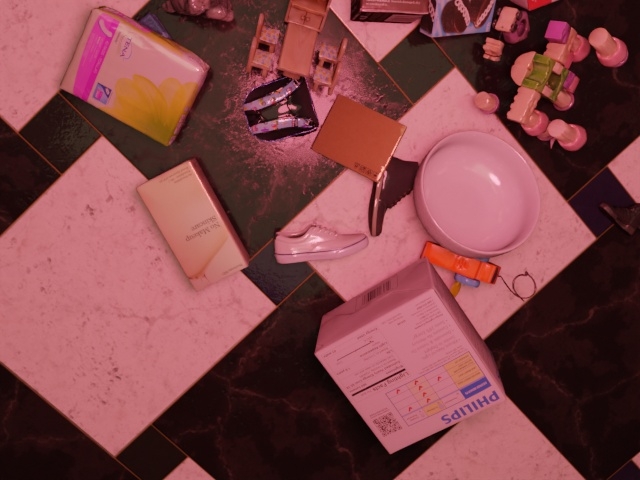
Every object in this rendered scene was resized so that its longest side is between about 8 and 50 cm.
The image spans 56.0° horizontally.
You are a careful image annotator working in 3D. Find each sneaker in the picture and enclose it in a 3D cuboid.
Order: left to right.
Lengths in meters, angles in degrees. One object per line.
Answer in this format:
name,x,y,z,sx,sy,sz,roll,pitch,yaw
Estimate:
sneaker,0.000,0.000,1.614,0.258,0.094,0.091,-9,107,-3
sneaker,0.198,-0.113,1.614,0.118,0.083,0.222,7,100,-6
sneaker,0.870,-0.079,1.705,0.170,0.051,0.089,38,96,-16

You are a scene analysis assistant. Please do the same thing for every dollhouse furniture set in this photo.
dollhouse furniture set,-0.039,-0.501,1.413,0.212,0.161,0.242,14,64,-9

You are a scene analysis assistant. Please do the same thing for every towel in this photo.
towel,-0.408,-0.500,1.502,0.067,0.029,0.119,-34,104,6

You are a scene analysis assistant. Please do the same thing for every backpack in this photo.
backpack,-0.104,-0.329,1.523,0.173,0.117,0.158,-18,103,-2

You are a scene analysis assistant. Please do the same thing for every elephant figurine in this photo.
elephant figurine,-0.264,-0.652,1.423,0.186,0.169,0.239,3,108,-21

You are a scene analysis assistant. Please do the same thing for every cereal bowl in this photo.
cereal bowl,0.392,-0.106,1.575,0.339,0.141,0.339,4,72,-13

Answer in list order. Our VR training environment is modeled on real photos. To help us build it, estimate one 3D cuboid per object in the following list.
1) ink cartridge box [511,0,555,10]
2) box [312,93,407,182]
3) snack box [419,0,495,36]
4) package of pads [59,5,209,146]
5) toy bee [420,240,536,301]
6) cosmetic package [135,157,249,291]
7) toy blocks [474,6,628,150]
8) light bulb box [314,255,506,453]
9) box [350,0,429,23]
ink cartridge box,0.606,-0.718,1.478,0.272,0.114,0.197,-20,127,0
box,0.101,-0.267,1.570,0.201,0.021,0.164,28,95,10
snack box,0.350,-0.662,1.438,0.187,0.060,0.322,-14,127,-25
package of pads,-0.446,-0.404,1.466,0.296,0.101,0.229,29,110,-11
toy bee,0.425,0.086,1.661,0.298,0.162,0.195,43,102,13
cosmetic package,-0.326,-0.042,1.566,0.160,0.113,0.309,-28,102,1
toy blocks,0.593,-0.403,1.551,0.260,0.309,0.289,6,109,-49
light bulb box,0.234,0.303,1.599,0.358,0.225,0.361,-31,104,16
box,0.167,-0.642,1.455,0.167,0.168,0.203,0,101,-6
